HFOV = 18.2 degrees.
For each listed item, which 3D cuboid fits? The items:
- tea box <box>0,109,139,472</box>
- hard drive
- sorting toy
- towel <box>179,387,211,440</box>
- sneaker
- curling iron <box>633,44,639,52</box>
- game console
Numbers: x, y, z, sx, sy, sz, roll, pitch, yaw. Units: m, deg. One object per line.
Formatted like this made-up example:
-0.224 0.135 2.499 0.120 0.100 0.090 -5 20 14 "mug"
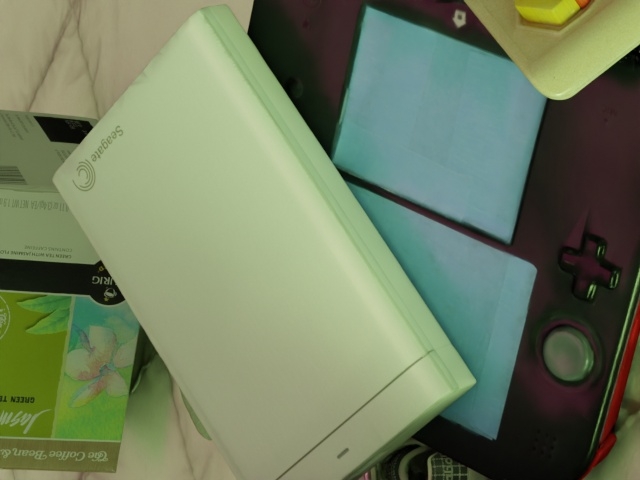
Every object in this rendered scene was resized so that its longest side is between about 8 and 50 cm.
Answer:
-0.338 0.049 2.224 0.329 0.220 0.323 -134 50 -64 "tea box"
-0.055 0.026 1.557 0.233 0.047 0.353 -44 72 38 "hard drive"
0.183 -0.218 1.383 0.193 0.038 0.208 -38 47 6 "sorting toy"
-0.105 0.004 2.024 0.325 0.038 0.248 -64 38 38 "towel"
0.075 0.185 1.625 0.235 0.095 0.090 -19 75 62 "sneaker"
0.203 -0.066 1.454 0.068 0.035 0.274 -124 44 -53 "curling iron"
0.079 -0.021 1.497 0.386 0.060 0.342 25 118 32 "game console"
